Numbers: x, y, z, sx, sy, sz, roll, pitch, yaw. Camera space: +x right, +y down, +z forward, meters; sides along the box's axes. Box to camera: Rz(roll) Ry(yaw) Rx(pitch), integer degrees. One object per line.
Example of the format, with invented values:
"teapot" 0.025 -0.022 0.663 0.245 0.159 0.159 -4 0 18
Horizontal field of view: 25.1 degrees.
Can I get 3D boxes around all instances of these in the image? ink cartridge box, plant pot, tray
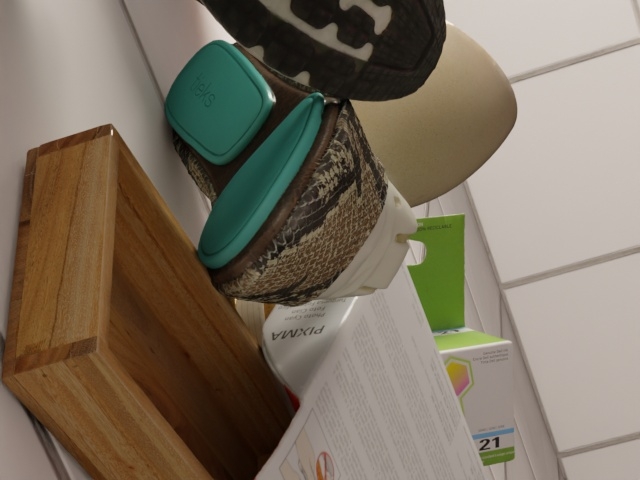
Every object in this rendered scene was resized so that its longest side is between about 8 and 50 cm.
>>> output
"ink cartridge box" 0.020 0.220 1.187 0.385 0.091 0.308 -56 131 -52
"plant pot" 0.087 -0.146 1.861 0.191 0.284 0.284 -59 143 -24
"tray" -0.098 0.129 1.066 0.411 0.076 0.203 60 19 -44
"ink cartridge box" 0.100 0.110 1.505 0.097 0.189 0.255 16 -70 62

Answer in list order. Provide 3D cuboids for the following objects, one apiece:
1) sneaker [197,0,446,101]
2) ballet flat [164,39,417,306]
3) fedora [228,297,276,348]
"sneaker" -0.084 -0.248 1.106 0.410 0.158 0.182 33 3 -7
"ballet flat" -0.015 -0.046 1.178 0.182 0.164 0.483 37 8 -21
"fedora" -0.026 0.086 1.410 0.194 0.079 0.194 -16 90 -77
